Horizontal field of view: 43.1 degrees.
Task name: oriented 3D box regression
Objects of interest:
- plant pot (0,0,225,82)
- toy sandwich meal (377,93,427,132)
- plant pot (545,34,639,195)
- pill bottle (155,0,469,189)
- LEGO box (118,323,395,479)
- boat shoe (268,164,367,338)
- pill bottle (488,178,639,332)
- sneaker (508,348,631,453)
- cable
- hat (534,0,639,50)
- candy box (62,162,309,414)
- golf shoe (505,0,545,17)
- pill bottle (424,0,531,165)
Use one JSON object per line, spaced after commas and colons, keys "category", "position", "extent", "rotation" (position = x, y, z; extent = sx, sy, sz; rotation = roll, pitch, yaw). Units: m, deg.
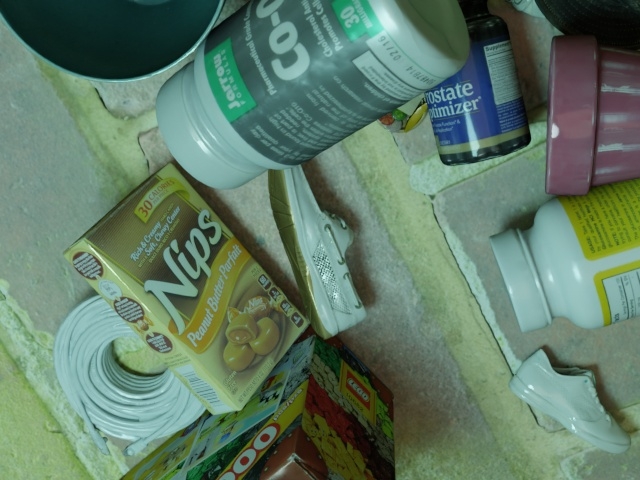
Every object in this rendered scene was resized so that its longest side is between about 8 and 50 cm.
{"category": "plant pot", "position": [-0.239, -0.354, 0.993], "extent": [0.291, 0.195, 0.290], "rotation": [1, 110, 3]}
{"category": "toy sandwich meal", "position": [0.112, -0.187, 1.117], "extent": [0.086, 0.029, 0.085], "rotation": [1, 110, 3]}
{"category": "plant pot", "position": [0.375, -0.155, 1.007], "extent": [0.180, 0.201, 0.201], "rotation": [1, 110, 14]}
{"category": "pill bottle", "position": [-0.021, -0.210, 0.985], "extent": [0.361, 0.204, 0.204], "rotation": [-28, 107, 33]}
{"category": "LEGO box", "position": [-0.135, 0.398, 1.166], "extent": [0.500, 0.372, 0.193], "rotation": [-40, 102, 15]}
{"category": "boat shoe", "position": [0.000, 0.000, 1.168], "extent": [0.096, 0.098, 0.276], "rotation": [-20, 105, -14]}
{"category": "pill bottle", "position": [0.408, 0.008, 1.084], "extent": [0.334, 0.188, 0.187], "rotation": [-19, 108, 10]}
{"category": "sneaker", "position": [0.399, 0.244, 1.235], "extent": [0.212, 0.080, 0.094], "rotation": [32, 97, -6]}
{"category": "cable", "position": [-0.279, 0.186, 1.250], "extent": [0.257, 0.089, 0.257], "rotation": [-25, 106, 11]}
{"category": "hat", "position": [0.413, -0.365, 0.939], "extent": [0.332, 0.134, 0.331], "rotation": [-5, 120, -9]}
{"category": "candy box", "position": [-0.182, 0.070, 1.146], "extent": [0.316, 0.183, 0.088], "rotation": [51, 141, -14]}
{"category": "golf shoe", "position": [0.308, -0.368, 1.033], "extent": [0.086, 0.069, 0.176], "rotation": [23, 112, -31]}
{"category": "pill bottle", "position": [0.191, -0.216, 1.047], "extent": [0.123, 0.123, 0.219], "rotation": [-14, 100, 9]}
